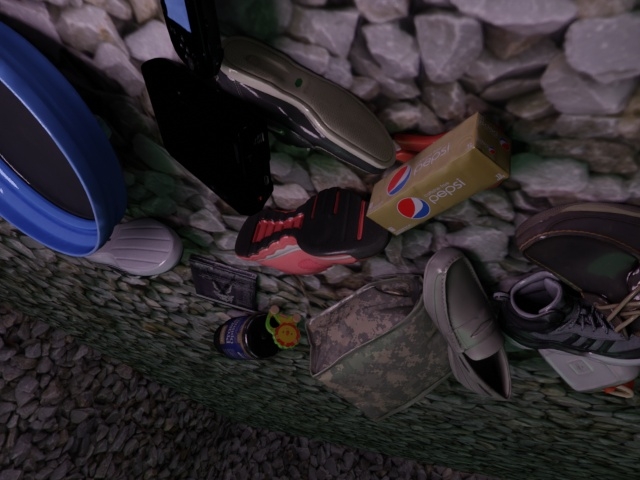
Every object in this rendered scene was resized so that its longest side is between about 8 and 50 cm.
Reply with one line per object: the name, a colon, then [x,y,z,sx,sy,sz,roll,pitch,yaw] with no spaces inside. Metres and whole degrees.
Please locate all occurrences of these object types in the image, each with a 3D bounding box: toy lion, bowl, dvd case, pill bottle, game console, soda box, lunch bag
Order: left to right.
bowl: [-0.460,-0.146,0.637,0.391,0.077,0.391,20,138,19]
game console: [-0.141,-0.203,0.441,0.213,0.044,0.361,37,146,31]
dvd case: [-0.241,0.116,1.069,0.165,0.018,0.221,16,147,0]
pill bottle: [-0.211,0.273,1.189,0.123,0.122,0.219,36,147,-27]
toy lion: [-0.097,0.229,1.096,0.100,0.096,0.034,22,148,-6]
lunch bag: [0.150,0.203,0.860,0.287,0.169,0.235,-35,123,17]
soda box: [0.138,-0.073,0.520,0.058,0.061,0.181,31,145,-19]
bowl: [0.483,0.216,0.778,0.142,0.053,0.142,50,142,7]

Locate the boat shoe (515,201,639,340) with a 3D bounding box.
boat shoe: [0.431,0.059,0.548,0.356,0.130,0.132,18,148,-1]

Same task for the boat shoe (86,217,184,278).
boat shoe: [-0.393,0.026,0.938,0.335,0.121,0.119,5,155,38]

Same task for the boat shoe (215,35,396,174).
boat shoe: [-0.018,-0.146,0.501,0.233,0.084,0.079,30,143,-4]

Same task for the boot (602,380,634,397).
boot: [0.545,0.247,0.825,0.158,0.084,0.059,24,150,-5]

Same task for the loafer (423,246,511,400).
loafer: [0.264,0.150,0.727,0.111,0.112,0.319,27,150,57]

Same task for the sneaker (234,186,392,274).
sneaker: [0.000,-0.001,0.716,0.314,0.115,0.136,-4,153,41]

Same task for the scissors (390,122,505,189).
scissors: [0.089,-0.117,0.551,0.297,0.021,0.109,8,148,13]

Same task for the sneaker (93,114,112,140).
sneaker: [-0.377,-0.155,0.697,0.167,0.065,0.076,-2,155,39]

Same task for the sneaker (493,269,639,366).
sneaker: [0.417,0.122,0.676,0.269,0.101,0.153,-2,146,32]
